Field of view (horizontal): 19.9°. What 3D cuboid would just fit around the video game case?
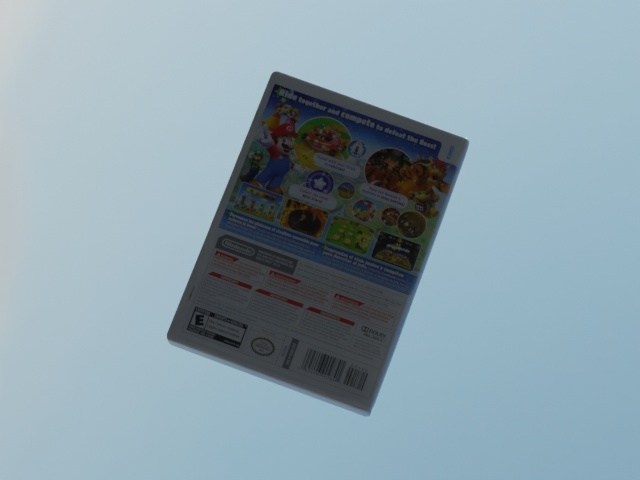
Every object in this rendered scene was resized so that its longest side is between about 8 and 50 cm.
[{"bbox_3d":[0.000,0.000,0.736,0.011,0.087,0.122,93,17,-75],"label":"video game case"}]
